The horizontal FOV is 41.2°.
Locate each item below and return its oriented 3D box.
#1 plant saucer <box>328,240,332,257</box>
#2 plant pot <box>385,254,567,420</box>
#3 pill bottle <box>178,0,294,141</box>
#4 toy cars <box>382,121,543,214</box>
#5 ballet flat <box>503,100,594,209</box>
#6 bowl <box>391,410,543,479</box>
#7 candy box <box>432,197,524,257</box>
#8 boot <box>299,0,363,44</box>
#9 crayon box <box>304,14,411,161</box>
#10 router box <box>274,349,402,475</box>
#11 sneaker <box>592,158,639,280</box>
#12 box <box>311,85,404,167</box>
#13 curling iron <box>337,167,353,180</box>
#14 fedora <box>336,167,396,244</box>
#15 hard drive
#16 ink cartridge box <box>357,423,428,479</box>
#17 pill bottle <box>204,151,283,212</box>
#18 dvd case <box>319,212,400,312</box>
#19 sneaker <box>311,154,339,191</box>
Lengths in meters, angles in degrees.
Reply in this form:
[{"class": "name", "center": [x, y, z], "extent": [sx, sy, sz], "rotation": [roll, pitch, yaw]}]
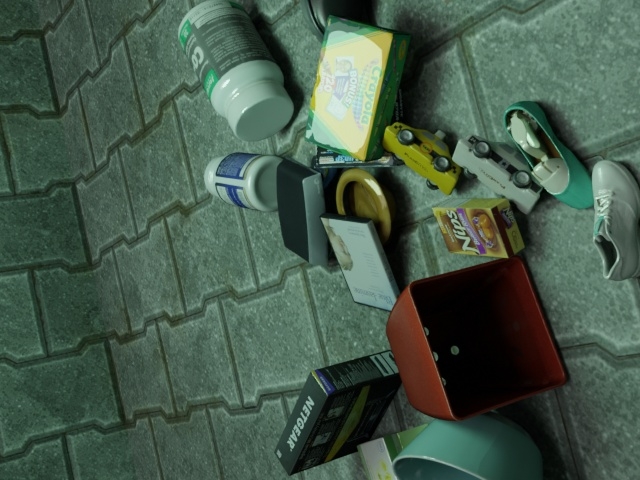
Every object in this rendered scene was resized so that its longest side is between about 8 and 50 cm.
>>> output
[{"class": "plant saucer", "center": [0.000, 0.000, 2.208], "extent": [0.119, 0.021, 0.119], "rotation": [14, 108, 52]}, {"class": "plant pot", "center": [0.276, 0.210, 1.698], "extent": [0.236, 0.267, 0.267], "rotation": [-40, 65, 62]}, {"class": "pill bottle", "center": [-0.221, -0.451, 2.255], "extent": [0.361, 0.204, 0.204], "rotation": [61, 140, 26]}, {"class": "toy cars", "center": [0.290, -0.165, 1.714], "extent": [0.394, 0.087, 0.176], "rotation": [20, 152, 50]}, {"class": "ballet flat", "center": [0.408, -0.153, 1.562], "extent": [0.083, 0.087, 0.247], "rotation": [-52, 57, 45]}, {"class": "bowl", "center": [0.315, 0.444, 1.692], "extent": [0.312, 0.163, 0.311], "rotation": [23, 152, 13]}, {"class": "candy box", "center": [0.313, -0.027, 1.707], "extent": [0.187, 0.053, 0.109], "rotation": [6, 122, 62]}, {"class": "boot", "center": [0.129, -0.646, 1.797], "extent": [0.445, 0.146, 0.366], "rotation": [-17, 82, 50]}, {"class": "crayon box", "center": [0.076, -0.326, 1.825], "extent": [0.165, 0.081, 0.278], "rotation": [23, 112, 29]}, {"class": "router box", "center": [0.046, 0.415, 2.050], "extent": [0.081, 0.243, 0.308], "rotation": [51, 134, 34]}, {"class": "sneaker", "center": [0.498, -0.035, 1.460], "extent": [0.080, 0.094, 0.212], "rotation": [-17, 84, 55]}, {"class": "box", "center": [0.085, -0.253, 1.920], "extent": [0.220, 0.051, 0.175], "rotation": [1, 101, 36]}, {"class": "curling iron", "center": [0.107, -0.215, 2.002], "extent": [0.274, 0.035, 0.068], "rotation": [-44, 63, 48]}, {"class": "fedora", "center": [0.118, -0.081, 1.980], "extent": [0.194, 0.079, 0.194], "rotation": [25, 125, 43]}, {"class": "hard drive", "center": [-0.049, -0.070, 2.155], "extent": [0.172, 0.054, 0.254], "rotation": [32, 135, 49]}, {"class": "ink cartridge box", "center": [0.194, 0.546, 2.038], "extent": [0.235, 0.056, 0.171], "rotation": [-37, 67, 53]}, {"class": "pill bottle", "center": [-0.201, -0.165, 2.334], "extent": [0.265, 0.153, 0.153], "rotation": [13, 108, 52]}, {"class": "dvd case", "center": [0.098, 0.053, 2.005], "extent": [0.180, 0.022, 0.253], "rotation": [9, 128, 53]}, {"class": "sneaker", "center": [0.012, -0.168, 2.131], "extent": [0.069, 0.082, 0.209], "rotation": [52, 156, 12]}]
